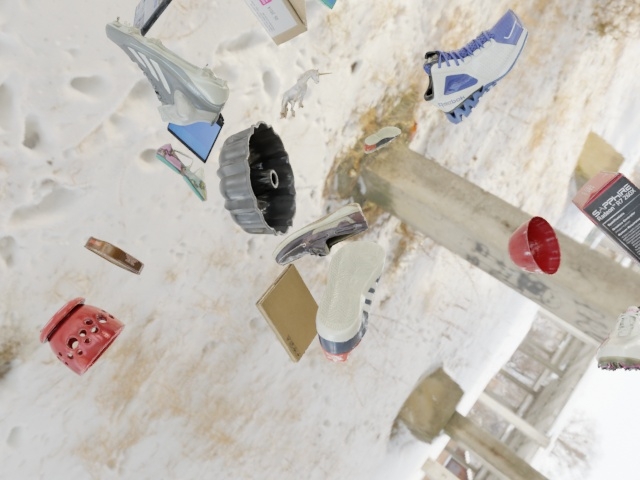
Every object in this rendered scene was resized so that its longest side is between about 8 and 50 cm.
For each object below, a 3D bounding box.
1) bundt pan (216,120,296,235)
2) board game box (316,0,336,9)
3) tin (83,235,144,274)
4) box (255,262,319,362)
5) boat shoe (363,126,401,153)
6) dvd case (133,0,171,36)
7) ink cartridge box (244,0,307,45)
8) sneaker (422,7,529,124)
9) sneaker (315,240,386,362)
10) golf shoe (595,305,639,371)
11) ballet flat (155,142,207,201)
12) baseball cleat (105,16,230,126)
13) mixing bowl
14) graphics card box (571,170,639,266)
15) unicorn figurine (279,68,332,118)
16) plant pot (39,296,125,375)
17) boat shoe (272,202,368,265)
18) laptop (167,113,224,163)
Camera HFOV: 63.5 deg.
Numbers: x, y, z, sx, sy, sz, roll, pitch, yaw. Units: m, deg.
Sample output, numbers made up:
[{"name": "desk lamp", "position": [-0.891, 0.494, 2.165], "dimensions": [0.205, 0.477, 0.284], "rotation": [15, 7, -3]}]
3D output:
[{"name": "bundt pan", "position": [-0.186, -0.166, 1.472], "dimensions": [0.331, 0.124, 0.330], "rotation": [-7, 90, -71]}, {"name": "board game box", "position": [0.017, -0.570, 0.964], "dimensions": [0.160, 0.047, 0.210], "rotation": [13, 114, -53]}, {"name": "tin", "position": [-0.549, 0.042, 1.386], "dimensions": [0.189, 0.106, 0.040], "rotation": [59, 48, -63]}, {"name": "box", "position": [-0.070, 0.187, 1.341], "dimensions": [0.164, 0.021, 0.201], "rotation": [-52, 122, -42]}, {"name": "boat shoe", "position": [0.186, -0.304, 1.566], "dimensions": [0.137, 0.049, 0.043], "rotation": [-29, 144, -26]}, {"name": "dvd case", "position": [-0.477, -0.709, 1.514], "dimensions": [0.253, 0.180, 0.022], "rotation": [-31, 141, 34]}, {"name": "ink cartridge box", "position": [-0.124, -0.584, 1.134], "dimensions": [0.088, 0.193, 0.234], "rotation": [-19, 141, 22]}, {"name": "sneaker", "position": [0.373, -0.461, 1.350], "dimensions": [0.315, 0.182, 0.127], "rotation": [-54, -156, 39]}, {"name": "sneaker", "position": [0.071, 0.142, 1.249], "dimensions": [0.350, 0.131, 0.148], "rotation": [-59, 154, -47]}, {"name": "golf shoe", "position": [0.434, 0.138, 0.734], "dimensions": [0.186, 0.068, 0.085], "rotation": [0, 80, -47]}, {"name": "ballet flat", "position": [-0.427, -0.226, 1.665], "dimensions": [0.079, 0.221, 0.077], "rotation": [-47, -171, -15]}, {"name": "baseball cleat", "position": [-0.242, -0.242, 0.776], "dimensions": [0.109, 0.206, 0.072], "rotation": [-60, 178, 18]}, {"name": "mixing bowl", "position": [0.634, 0.025, 1.566], "dimensions": [0.181, 0.181, 0.098], "rotation": [-36, -171, -40]}, {"name": "graphics card box", "position": [0.628, 0.032, 0.932], "dimensions": [0.094, 0.371, 0.233], "rotation": [-48, 170, 20]}, {"name": "unicorn figurine", "position": [-0.057, -0.391, 1.367], "dimensions": [0.060, 0.162, 0.111], "rotation": [35, 53, -41]}, {"name": "plant pot", "position": [-0.704, 0.273, 1.522], "dimensions": [0.191, 0.174, 0.191], "rotation": [-47, -171, 10]}, {"name": "boat shoe", "position": [0.000, 0.000, 1.435], "dimensions": [0.285, 0.092, 0.103], "rotation": [-30, 162, 5]}, {"name": "laptop", "position": [-0.433, -0.423, 1.656], "dimensions": [0.136, 0.234, 0.264], "rotation": [-44, 154, -13]}]
